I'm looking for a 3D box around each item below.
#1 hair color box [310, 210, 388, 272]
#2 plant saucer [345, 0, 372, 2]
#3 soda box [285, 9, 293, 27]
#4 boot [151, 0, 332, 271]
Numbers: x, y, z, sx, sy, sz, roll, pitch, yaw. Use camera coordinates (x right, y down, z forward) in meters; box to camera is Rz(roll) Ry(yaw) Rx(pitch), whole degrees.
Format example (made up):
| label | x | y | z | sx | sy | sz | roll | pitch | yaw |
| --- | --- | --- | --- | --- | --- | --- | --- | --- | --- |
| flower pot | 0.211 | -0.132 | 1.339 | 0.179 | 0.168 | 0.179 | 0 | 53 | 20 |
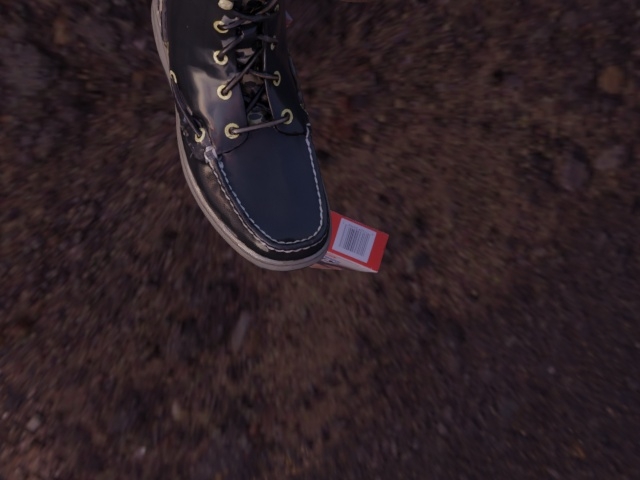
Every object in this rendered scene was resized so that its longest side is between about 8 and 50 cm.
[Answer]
| label | x | y | z | sx | sy | sz | roll | pitch | yaw |
| --- | --- | --- | --- | --- | --- | --- | --- | --- | --- |
| hair color box | 0.000 | 0.000 | 1.971 | 0.093 | 0.167 | 0.053 | 22 | 82 | -27 |
| plant saucer | 0.043 | -0.334 | 1.831 | 0.168 | 0.029 | 0.168 | 1 | 57 | -1 |
| soda box | -0.108 | -0.276 | 1.609 | 0.063 | 0.058 | 0.183 | -37 | 92 | 10 |
| boot | -0.047 | -0.114 | 0.986 | 0.085 | 0.178 | 0.236 | -15 | 68 | -16 |
